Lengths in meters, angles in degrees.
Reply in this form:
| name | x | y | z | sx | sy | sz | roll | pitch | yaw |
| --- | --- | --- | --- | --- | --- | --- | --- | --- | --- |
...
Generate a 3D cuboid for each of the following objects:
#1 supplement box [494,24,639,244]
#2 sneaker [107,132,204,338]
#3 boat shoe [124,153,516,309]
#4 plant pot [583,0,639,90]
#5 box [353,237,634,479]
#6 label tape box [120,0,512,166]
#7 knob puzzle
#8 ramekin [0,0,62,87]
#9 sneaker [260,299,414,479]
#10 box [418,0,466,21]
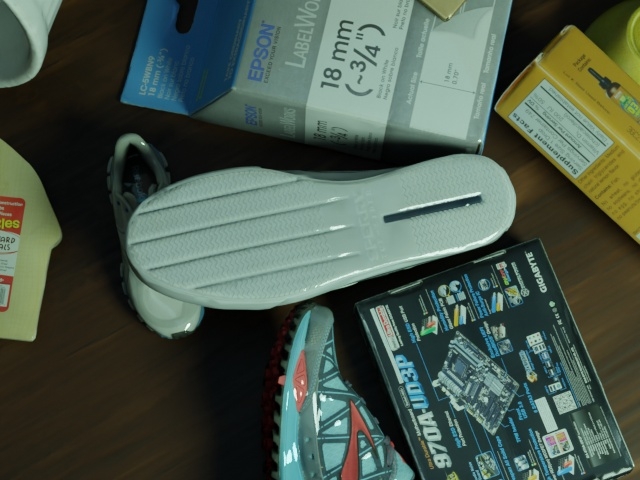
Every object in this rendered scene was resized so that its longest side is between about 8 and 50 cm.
| name | x | y | z | sx | sy | sz | roll | pitch | yaw |
| --- | --- | --- | --- | --- | --- | --- | --- | --- | --- |
| supplement box | 0.267 | -0.075 | 1.361 | 0.233 | 0.080 | 0.078 | 45 | 47 | 0 |
| sneaker | -0.151 | -0.006 | 1.371 | 0.071 | 0.083 | 0.190 | -17 | 77 | -6 |
| boat shoe | 0.000 | 0.000 | 1.349 | 0.335 | 0.119 | 0.121 | -5 | 79 | -8 |
| plant pot | 0.300 | -0.168 | 1.403 | 0.134 | 0.095 | 0.134 | 0 | 75 | 0 |
| box | 0.147 | 0.128 | 1.350 | 0.175 | 0.051 | 0.220 | -20 | 76 | -5 |
| label tape box | 0.002 | -0.213 | 1.411 | 0.334 | 0.106 | 0.240 | 12 | 75 | 3 |
| knob puzzle | -0.325 | -0.012 | 1.398 | 0.213 | 0.030 | 0.213 | 0 | 76 | 1 |
| ramekin | -0.340 | -0.263 | 1.345 | 0.277 | 0.277 | 0.135 | 20 | 68 | 5 |
| sneaker | 0.014 | 0.181 | 1.326 | 0.125 | 0.104 | 0.261 | 0 | 83 | -11 |
| box | 0.085 | -0.312 | 1.356 | 0.201 | 0.021 | 0.164 | 40 | 85 | 6 |
